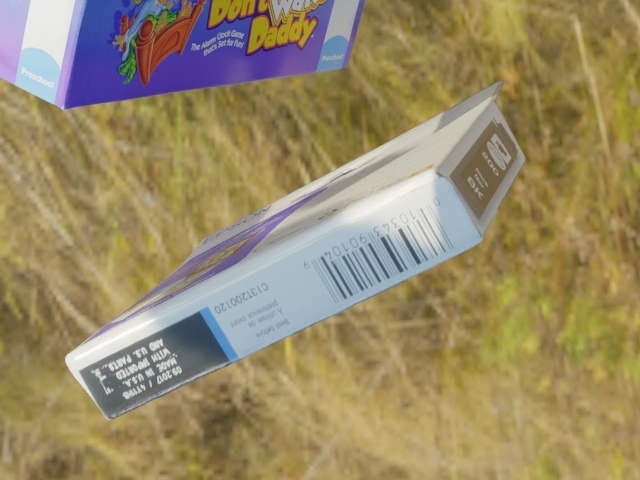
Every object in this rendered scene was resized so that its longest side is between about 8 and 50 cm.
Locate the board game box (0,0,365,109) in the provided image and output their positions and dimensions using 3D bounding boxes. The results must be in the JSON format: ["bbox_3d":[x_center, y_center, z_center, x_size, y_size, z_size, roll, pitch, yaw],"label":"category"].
[{"bbox_3d":[-0.176,-0.177,0.868,0.233,0.347,0.078,-17,128,-56],"label":"board game box"}]

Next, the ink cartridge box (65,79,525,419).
[{"bbox_3d":[0.000,0.000,0.818,0.206,0.208,0.045,-27,98,21],"label":"ink cartridge box"}]
